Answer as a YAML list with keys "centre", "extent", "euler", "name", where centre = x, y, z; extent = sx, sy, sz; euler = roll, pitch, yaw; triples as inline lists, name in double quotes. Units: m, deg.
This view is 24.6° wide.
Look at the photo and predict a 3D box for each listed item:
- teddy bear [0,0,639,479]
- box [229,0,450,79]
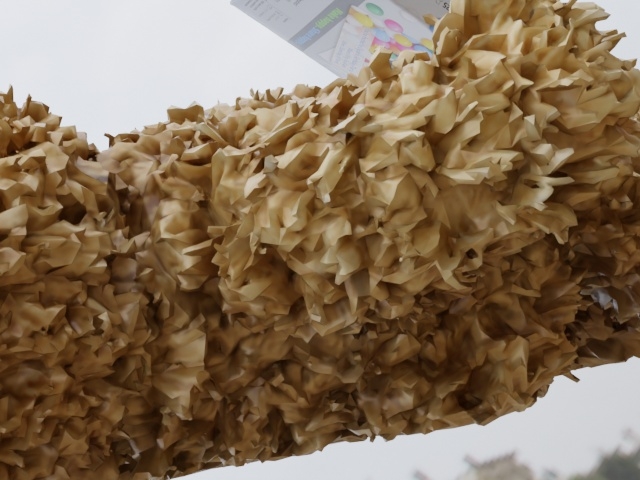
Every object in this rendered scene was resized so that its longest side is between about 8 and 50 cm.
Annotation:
- centre: [0.000, 0.000, 0.405]
  extent: [0.338, 0.113, 0.245]
  euler: [-10, -5, -6]
  name: "teddy bear"
- centre: [0.047, -0.125, 0.895]
  extent: [0.038, 0.186, 0.145]
  euler: [-61, 13, -15]
  name: "box"
